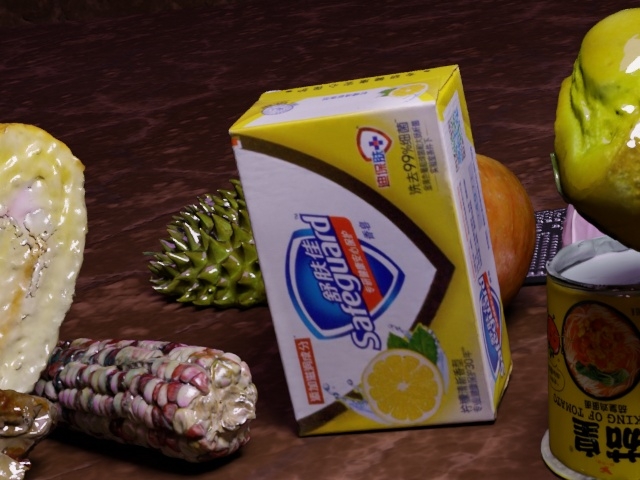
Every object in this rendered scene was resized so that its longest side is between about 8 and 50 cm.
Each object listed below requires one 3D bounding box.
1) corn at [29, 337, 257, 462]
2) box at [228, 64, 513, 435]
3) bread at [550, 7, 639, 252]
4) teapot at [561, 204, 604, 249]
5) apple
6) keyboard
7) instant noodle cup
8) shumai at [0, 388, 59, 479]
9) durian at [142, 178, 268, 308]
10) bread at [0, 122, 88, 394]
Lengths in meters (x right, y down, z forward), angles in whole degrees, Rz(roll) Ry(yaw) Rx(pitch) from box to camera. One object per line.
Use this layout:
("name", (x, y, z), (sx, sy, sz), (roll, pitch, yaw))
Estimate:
("corn", (-0.160, 0.126, 1.373), (0.280, 0.092, 0.092), (0, 19, 45))
("box", (0.044, 0.011, 1.307), (0.168, 0.265, 0.097), (-5, 20, 15))
("bread", (0.317, -0.013, 1.095), (0.112, 0.383, 0.166), (-34, 31, 47))
("teapot", (0.269, 0.000, 1.359), (0.163, 0.178, 0.221), (-7, 18, 11))
("apple", (0.068, 0.004, 1.465), (0.235, 0.173, 0.210), (5, -5, 5))
("keyboard", (0.214, 0.004, 1.662), (0.061, 0.013, 0.204), (-6, 17, 12))
("instant noodle cup", (0.237, 0.075, 1.193), (0.182, 0.144, 0.182), (-10, 16, 3))
("shumai", (-0.275, 0.174, 1.304), (0.139, 0.105, 0.123), (0, -26, 3))
("durian", (-0.004, -0.002, 1.717), (0.355, 0.157, 0.169), (-11, -19, -4))
("bread", (-0.358, 0.019, 1.476), (0.165, 0.236, 0.375), (24, -19, -35))
